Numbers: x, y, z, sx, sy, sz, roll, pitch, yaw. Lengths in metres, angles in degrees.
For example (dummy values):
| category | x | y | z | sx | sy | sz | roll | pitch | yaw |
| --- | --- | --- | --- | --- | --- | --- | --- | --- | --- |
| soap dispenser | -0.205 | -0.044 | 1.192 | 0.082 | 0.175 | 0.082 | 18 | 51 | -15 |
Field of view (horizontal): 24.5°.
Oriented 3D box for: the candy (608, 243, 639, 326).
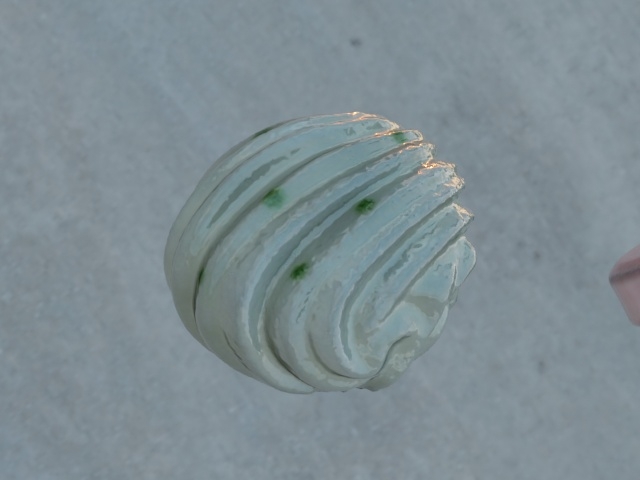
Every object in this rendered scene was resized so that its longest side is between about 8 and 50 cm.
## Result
| category | x | y | z | sx | sy | sz | roll | pitch | yaw |
| --- | --- | --- | --- | --- | --- | --- | --- | --- | --- |
| candy | 0.475 | 0.023 | 1.829 | 0.255 | 0.255 | 0.094 | -28 | 90 | -53 |

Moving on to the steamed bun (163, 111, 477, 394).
| category | x | y | z | sx | sy | sz | roll | pitch | yaw |
| --- | --- | --- | --- | --- | --- | --- | --- | --- | --- |
| steamed bun | 0.000 | 0.000 | 0.838 | 0.106 | 0.183 | 0.183 | 67 | 13 | -57 |
